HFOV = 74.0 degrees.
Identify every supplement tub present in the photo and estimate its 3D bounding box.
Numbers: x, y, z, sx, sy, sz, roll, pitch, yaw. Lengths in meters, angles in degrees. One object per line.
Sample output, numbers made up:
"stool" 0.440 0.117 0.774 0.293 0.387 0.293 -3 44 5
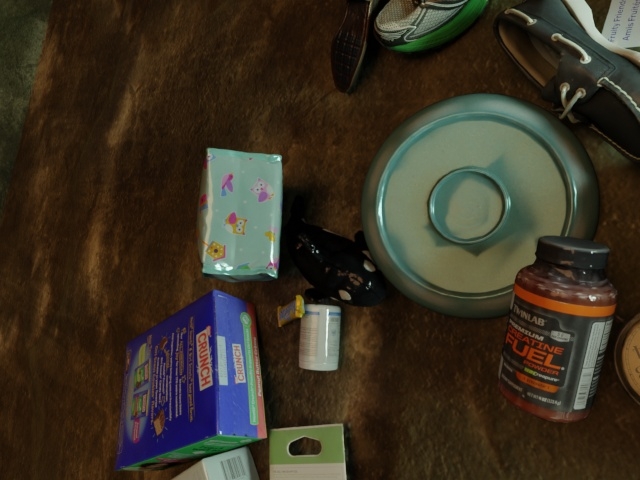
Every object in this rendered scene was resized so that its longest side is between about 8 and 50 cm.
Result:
"supplement tub" -0.001 0.165 0.736 0.071 0.071 0.107 -2 79 36
"supplement tub" 0.273 0.097 0.492 0.106 0.106 0.198 13 106 38

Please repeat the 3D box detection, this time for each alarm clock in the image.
"alarm clock" 0.394 0.149 0.446 0.129 0.064 0.192 -23 64 31

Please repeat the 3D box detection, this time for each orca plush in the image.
"orca plush" 0.000 0.000 0.728 0.151 0.102 0.287 -34 46 6

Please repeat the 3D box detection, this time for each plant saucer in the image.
"plant saucer" 0.202 -0.046 0.583 0.317 0.043 0.318 1 92 23

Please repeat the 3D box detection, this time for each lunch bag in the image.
"lunch bag" -0.153 -0.030 0.822 0.262 0.160 0.224 144 128 -76

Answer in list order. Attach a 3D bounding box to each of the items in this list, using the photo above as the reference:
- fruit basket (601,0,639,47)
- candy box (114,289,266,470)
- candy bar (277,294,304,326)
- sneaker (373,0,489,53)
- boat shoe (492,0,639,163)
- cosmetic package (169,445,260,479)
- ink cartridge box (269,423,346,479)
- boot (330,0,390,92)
"fruit basket" 0.507 -0.366 0.407 0.353 0.165 0.327 18 92 41
"candy box" -0.267 0.289 0.856 0.317 0.122 0.268 -31 53 29
"candy bar" -0.056 0.129 0.772 0.161 0.018 0.040 137 133 -66
"sneaker" 0.217 -0.434 0.646 0.343 0.146 0.134 -33 63 28
"boat shoe" 0.321 -0.201 0.535 0.091 0.114 0.303 -21 55 7
"cosmetic package" -0.238 0.492 0.819 0.231 0.117 0.086 -42 58 24
"ink cartridge box" -0.010 0.435 0.699 0.171 0.056 0.235 -20 57 32
"boot" 0.087 -0.389 0.789 0.082 0.106 0.219 35 131 32
